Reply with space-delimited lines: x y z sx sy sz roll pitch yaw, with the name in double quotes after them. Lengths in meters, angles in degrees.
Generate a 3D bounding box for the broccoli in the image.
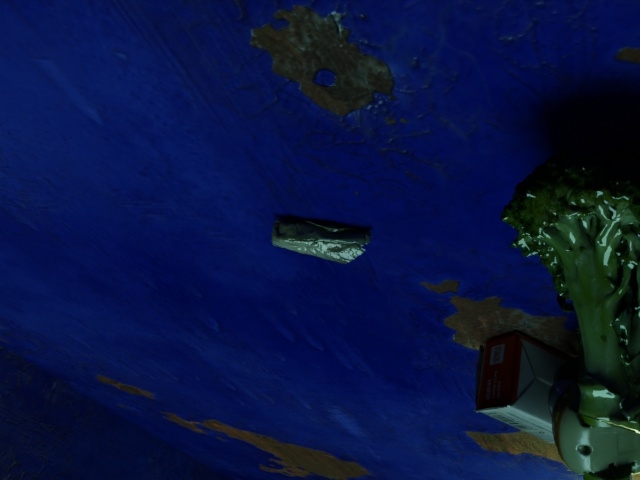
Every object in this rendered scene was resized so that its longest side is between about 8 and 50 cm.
0.324 0.041 0.660 0.321 0.284 0.303 13 169 47 "broccoli"

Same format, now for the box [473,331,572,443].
0.355 0.250 1.175 0.182 0.133 0.099 25 150 -20 "box"

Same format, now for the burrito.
0.000 0.000 0.999 0.149 0.041 0.055 9 138 12 "burrito"

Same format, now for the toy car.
0.434 0.244 1.046 0.235 0.235 0.145 0 110 28 "toy car"
